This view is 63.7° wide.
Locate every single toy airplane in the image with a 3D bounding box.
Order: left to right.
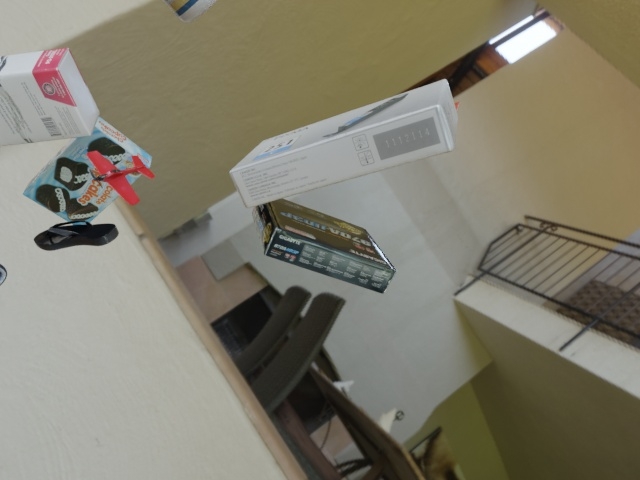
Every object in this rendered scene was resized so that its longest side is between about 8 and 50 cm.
[{"bbox_3d":[-0.404,-0.138,1.061,0.151,0.028,0.151,31,32,-22],"label":"toy airplane"}]

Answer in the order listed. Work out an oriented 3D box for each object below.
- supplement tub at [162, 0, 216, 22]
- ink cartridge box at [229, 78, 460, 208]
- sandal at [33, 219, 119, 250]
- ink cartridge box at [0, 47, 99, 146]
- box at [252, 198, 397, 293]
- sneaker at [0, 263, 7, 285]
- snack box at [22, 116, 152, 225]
[{"bbox_3d":[-0.255,-0.499,0.886,0.199,0.144,0.144,44,-6,-31],"label":"supplement tub"},{"bbox_3d":[0.049,-0.157,0.756,0.066,0.296,0.261,67,25,-21],"label":"ink cartridge box"},{"bbox_3d":[-0.648,-0.026,1.363,0.097,0.254,0.055,-69,149,-52],"label":"sandal"},{"bbox_3d":[-0.647,-0.312,1.140,0.172,0.237,0.100,82,1,-47],"label":"ink cartridge box"},{"bbox_3d":[0.000,0.000,0.872,0.220,0.051,0.175,19,18,-21],"label":"box"},{"bbox_3d":[-0.846,0.080,1.132,0.153,0.282,0.099,28,-69,20],"label":"sneaker"},{"bbox_3d":[-0.650,-0.182,1.441,0.187,0.321,0.060,39,26,-34],"label":"snack box"}]
